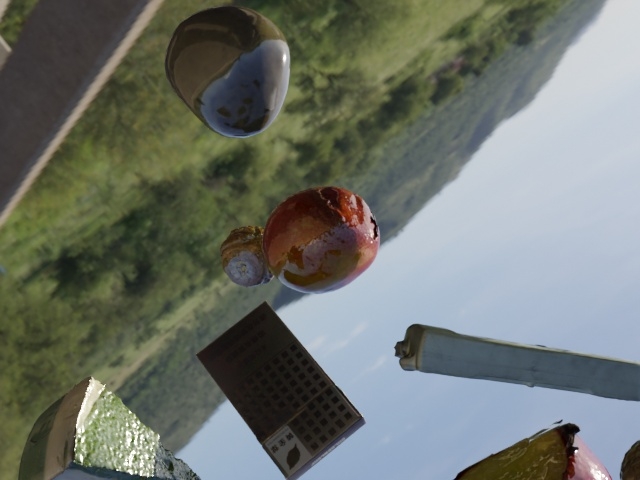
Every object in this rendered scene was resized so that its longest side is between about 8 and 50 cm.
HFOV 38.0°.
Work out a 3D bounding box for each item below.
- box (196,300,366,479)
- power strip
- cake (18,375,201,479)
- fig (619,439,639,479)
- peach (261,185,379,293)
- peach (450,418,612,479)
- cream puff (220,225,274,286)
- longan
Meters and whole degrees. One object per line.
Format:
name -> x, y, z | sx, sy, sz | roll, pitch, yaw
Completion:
box -> -0.080, 0.281, 1.770 | 0.180, 0.325, 0.047 | -38, 147, -9
power strip -> 0.218, 0.131, 0.975 | 0.080, 0.286, 0.048 | -175, -85, -83
cake -> -0.341, 0.351, 1.546 | 0.158, 0.172, 0.284 | -36, 138, 27
fig -> 0.753, 0.458, 1.825 | 0.286, 0.286, 0.368 | -39, 151, -22
peach -> 0.000, 0.000, 1.842 | 0.231, 0.231, 0.231 | -39, -178, 1
peach -> 0.272, 0.424, 1.244 | 0.258, 0.201, 0.362 | -33, -176, 39
cream puff -> -0.158, 0.032, 2.190 | 0.165, 0.150, 0.115 | -13, -149, 39
longan -> -0.174, -0.317, 1.717 | 0.246, 0.246, 0.215 | -38, 149, 22
